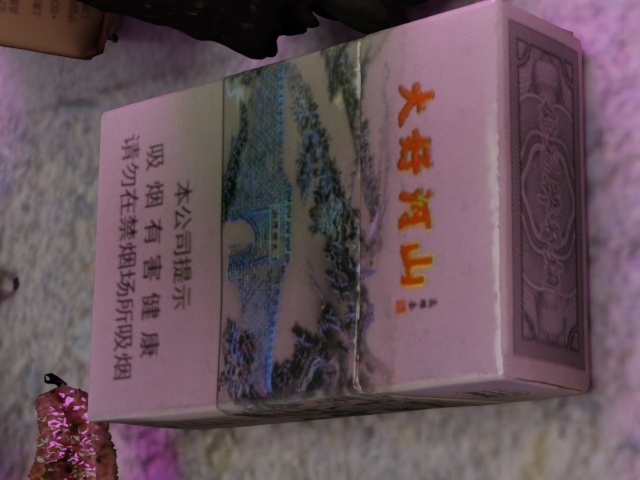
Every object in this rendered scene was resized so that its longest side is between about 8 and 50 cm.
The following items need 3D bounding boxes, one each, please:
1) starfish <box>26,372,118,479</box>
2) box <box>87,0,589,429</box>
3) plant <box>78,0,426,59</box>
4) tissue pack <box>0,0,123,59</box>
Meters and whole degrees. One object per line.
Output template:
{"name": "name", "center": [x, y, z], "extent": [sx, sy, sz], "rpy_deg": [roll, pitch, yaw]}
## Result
{"name": "starfish", "center": [-0.161, 0.246, 0.816], "extent": [0.303, 0.113, 0.312], "rpy_deg": [41, 99, 37]}
{"name": "box", "center": [0.000, 0.000, 0.751], "extent": [0.256, 0.069, 0.164], "rpy_deg": [-11, 73, 40]}
{"name": "plant", "center": [-0.029, -0.161, 0.746], "extent": [0.132, 0.195, 0.129], "rpy_deg": [141, 130, -60]}
{"name": "tissue pack", "center": [-0.195, -0.271, 0.880], "extent": [0.239, 0.239, 0.305], "rpy_deg": [19, 105, 43]}
